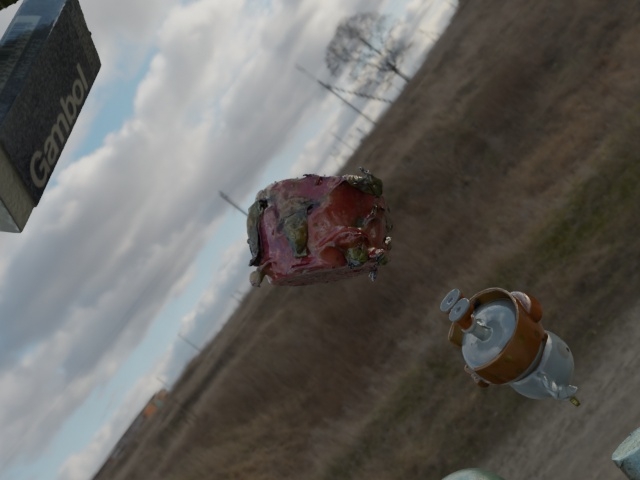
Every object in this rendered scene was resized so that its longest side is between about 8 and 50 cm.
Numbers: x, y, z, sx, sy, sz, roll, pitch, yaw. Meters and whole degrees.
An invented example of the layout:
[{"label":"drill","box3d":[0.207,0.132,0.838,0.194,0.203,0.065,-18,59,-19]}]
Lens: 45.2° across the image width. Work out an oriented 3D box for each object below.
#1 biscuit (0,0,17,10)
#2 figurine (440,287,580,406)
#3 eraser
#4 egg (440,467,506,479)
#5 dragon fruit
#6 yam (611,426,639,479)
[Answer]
[{"label":"biscuit","box3d":[-0.276,-0.203,0.570,0.252,0.052,0.150,-35,7,-6]},{"label":"figurine","box3d":[0.274,0.163,1.085,0.143,0.271,0.143,-30,27,17]},{"label":"eraser","box3d":[-0.251,-0.116,0.658,0.092,0.046,0.213,84,-167,-52]},{"label":"egg","box3d":[0.236,0.459,1.210,0.169,0.169,0.236,-52,-2,37]},{"label":"dragon fruit","box3d":[0.000,0.000,1.082,0.282,0.211,0.147,-21,62,61]},{"label":"yam","box3d":[0.568,0.412,1.182,0.093,0.259,0.093,-34,-18,-13]}]
